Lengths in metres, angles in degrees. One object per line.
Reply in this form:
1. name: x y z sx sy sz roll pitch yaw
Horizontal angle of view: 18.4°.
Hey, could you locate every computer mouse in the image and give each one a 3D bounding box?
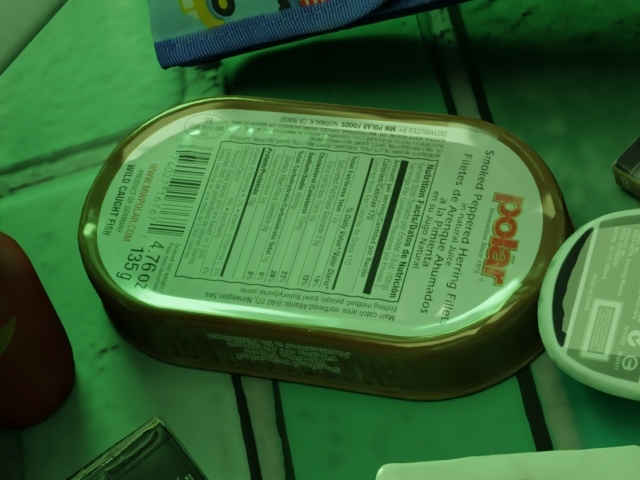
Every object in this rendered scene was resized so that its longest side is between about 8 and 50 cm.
1. computer mouse: 0.165 0.031 0.638 0.193 0.042 0.106 10 75 28

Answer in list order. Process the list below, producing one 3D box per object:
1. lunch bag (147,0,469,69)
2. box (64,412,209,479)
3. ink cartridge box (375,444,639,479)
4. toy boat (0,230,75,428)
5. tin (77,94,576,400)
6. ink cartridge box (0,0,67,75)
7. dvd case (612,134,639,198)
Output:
1. lunch bag: 0.031 -0.197 0.746 0.293 0.138 0.221 -11 93 27
2. box: -0.050 0.160 0.474 0.147 0.077 0.180 -36 90 29
3. ink cartridge box: 0.074 0.151 0.556 0.104 0.061 0.181 0 53 -29
4. toy boat: -0.171 0.119 0.630 0.267 0.148 0.318 8 61 21
5. tin: 0.000 0.000 0.728 0.189 0.040 0.106 6 64 20
6. ink cartridge box: -0.271 0.020 0.624 0.385 0.091 0.308 -52 27 -13
7. dvd case: 0.238 -0.024 0.683 0.164 0.018 0.221 -45 56 -14
